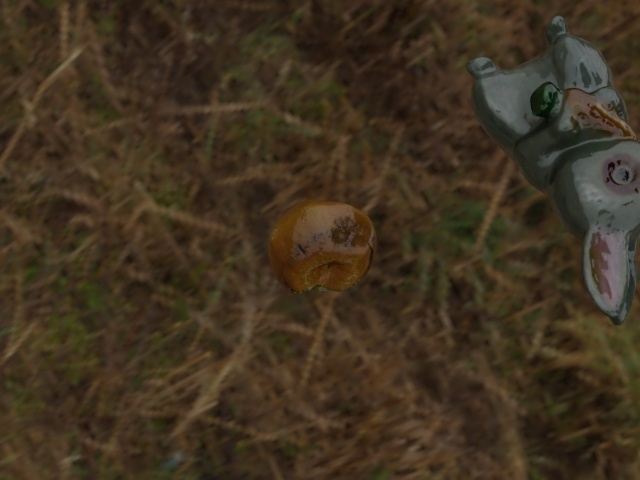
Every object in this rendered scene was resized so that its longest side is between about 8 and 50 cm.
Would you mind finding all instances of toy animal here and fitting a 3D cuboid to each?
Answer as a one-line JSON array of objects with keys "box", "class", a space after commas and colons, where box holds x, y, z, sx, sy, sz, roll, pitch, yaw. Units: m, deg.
[{"box": [0.207, -0.056, 1.373, 0.236, 0.108, 0.138, 60, 13, 23], "class": "toy animal"}]

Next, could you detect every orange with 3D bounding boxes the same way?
[{"box": [0.000, 0.000, 1.364, 0.086, 0.086, 0.062, 5, 49, -34], "class": "orange"}]
